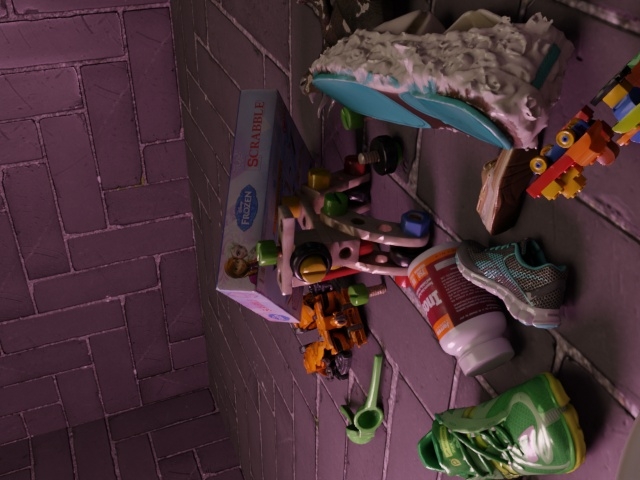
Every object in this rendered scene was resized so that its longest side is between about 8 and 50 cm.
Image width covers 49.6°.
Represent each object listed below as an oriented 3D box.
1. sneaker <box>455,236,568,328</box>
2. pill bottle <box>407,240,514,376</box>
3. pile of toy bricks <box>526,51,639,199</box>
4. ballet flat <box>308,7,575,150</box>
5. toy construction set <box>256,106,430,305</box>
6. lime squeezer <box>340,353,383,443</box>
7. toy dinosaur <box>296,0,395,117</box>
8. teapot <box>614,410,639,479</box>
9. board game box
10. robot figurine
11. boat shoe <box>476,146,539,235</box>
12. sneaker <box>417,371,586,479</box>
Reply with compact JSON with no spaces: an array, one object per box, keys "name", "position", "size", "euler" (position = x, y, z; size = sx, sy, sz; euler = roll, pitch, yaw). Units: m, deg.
[{"name":"sneaker","position":[0.214,0.027,0.764],"size":[0.166,0.064,0.076],"euler":[43,125,53]},{"name":"pill bottle","position":[0.173,0.084,0.848],"size":[0.086,0.086,0.152],"euler":[107,145,-55]},{"name":"pile of toy bricks","position":[0.261,-0.091,0.505],"size":[0.105,0.118,0.212],"euler":[45,136,7]},{"name":"ballet flat","position":[0.126,-0.192,0.778],"size":[0.409,0.146,0.147],"euler":[-146,46,-59]},{"name":"toy construction set","position":[0.000,0.000,1.054],"size":[0.309,0.237,0.258],"euler":[105,146,-55]},{"name":"lime squeezer","position":[0.087,0.322,1.319],"size":[0.310,0.058,0.110],"euler":[108,175,-58]},{"name":"toy dinosaur","position":[0.052,-0.317,0.947],"size":[0.160,0.121,0.313],"euler":[62,154,9]},{"name":"teapot","position":[0.310,0.170,0.386],"size":[0.256,0.187,0.253],"euler":[-107,41,-80]},{"name":"board game box","position":[-0.080,-0.040,1.169],"size":[0.318,0.065,0.319],"euler":[56,-142,-71]},{"name":"robot figurine","position":[0.012,0.173,1.362],"size":[0.291,0.085,0.211],"euler":[134,121,-68]},{"name":"boat shoe","position":[0.195,-0.065,0.748],"size":[0.045,0.050,0.135],"euler":[55,151,37]},{"name":"sneaker","position":[0.201,0.236,0.807],"size":[0.295,0.123,0.110],"euler":[118,136,-61]}]
